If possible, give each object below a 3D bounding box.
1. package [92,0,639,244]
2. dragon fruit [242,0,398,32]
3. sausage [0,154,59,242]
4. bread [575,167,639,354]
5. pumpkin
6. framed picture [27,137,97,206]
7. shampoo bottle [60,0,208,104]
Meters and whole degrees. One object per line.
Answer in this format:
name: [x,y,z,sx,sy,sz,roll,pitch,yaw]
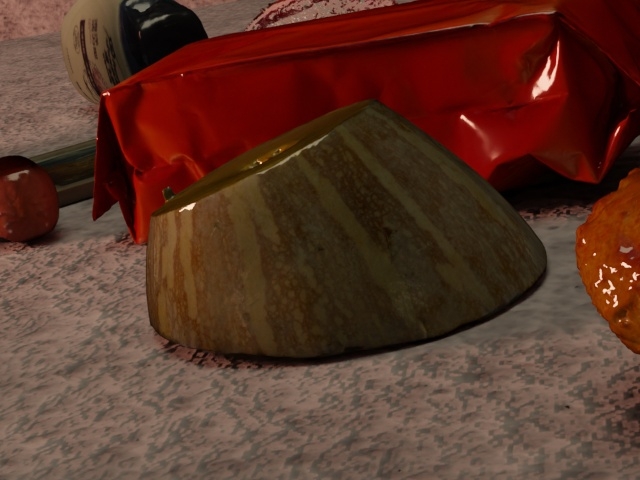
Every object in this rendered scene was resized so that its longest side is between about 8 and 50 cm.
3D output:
package: [0.056,-0.090,0.963,0.423,0.123,0.196,-5,17,25]
dragon fruit: [0.008,-0.117,1.189,0.153,0.111,0.153,-9,54,12]
sausage: [-0.221,-0.028,1.053,0.059,0.054,0.094,-23,19,-20]
bread: [0.220,-0.003,0.565,0.268,0.095,0.139,-10,21,-15]
pumpkin: [0.002,-0.016,0.763,0.217,0.110,0.217,-14,18,5]
framed picture: [-0.159,-0.077,1.277,0.250,0.016,0.184,-19,17,-31]
shampoo bottle: [-0.199,-0.202,1.514,0.078,0.134,0.359,-20,13,-17]
